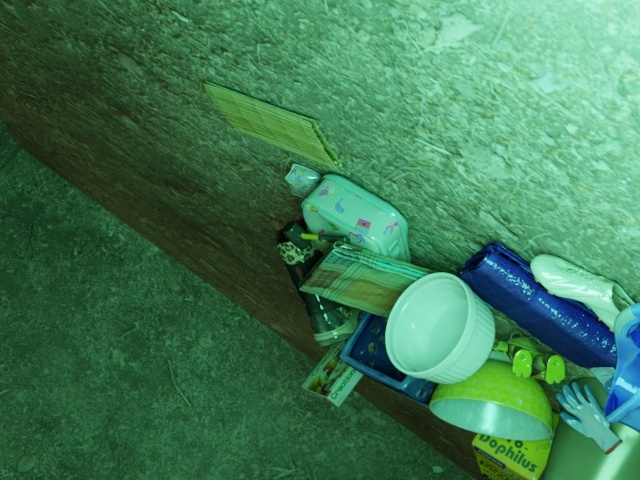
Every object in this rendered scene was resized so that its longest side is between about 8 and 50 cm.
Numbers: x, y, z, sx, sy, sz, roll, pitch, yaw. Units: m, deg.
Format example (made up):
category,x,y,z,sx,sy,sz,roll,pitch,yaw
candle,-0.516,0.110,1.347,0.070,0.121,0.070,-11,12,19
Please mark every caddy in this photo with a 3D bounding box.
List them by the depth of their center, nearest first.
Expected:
category,x,y,z,sx,sy,sz,roll,pitch,yaw
caddy,0.477,0.140,1.056,0.179,0.241,0.341,27,162,16

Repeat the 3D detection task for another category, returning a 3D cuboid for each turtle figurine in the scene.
category,x,y,z,sx,sy,sz,roll,pitch,yaw
turtle figurine,0.444,0.247,1.714,0.270,0.087,0.217,25,-179,-6

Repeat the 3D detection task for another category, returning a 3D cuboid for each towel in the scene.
category,x,y,z,sx,sy,sz,roll,pitch,yaw
towel,0.406,0.119,1.475,0.308,0.076,0.227,36,171,2
towel,0.160,0.114,1.697,0.370,0.040,0.271,17,154,-10

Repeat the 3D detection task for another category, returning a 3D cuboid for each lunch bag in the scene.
category,x,y,z,sx,sy,sz,roll,pitch,yaw
lunch bag,0.086,-0.011,1.702,0.224,0.107,0.279,29,163,21
lunch bag,-0.027,-0.120,1.736,0.083,0.053,0.071,21,161,18

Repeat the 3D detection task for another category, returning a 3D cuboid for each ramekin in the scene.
category,x,y,z,sx,sy,sz,roll,pitch,yaw
ramekin,0.234,0.176,1.531,0.109,0.207,0.207,31,170,-34

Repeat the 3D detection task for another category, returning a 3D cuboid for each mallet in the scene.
category,x,y,z,sx,sy,sz,roll,pitch,yaw
mallet,0.000,0.000,1.657,0.190,0.039,0.062,12,150,46

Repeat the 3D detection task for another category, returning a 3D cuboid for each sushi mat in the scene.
category,x,y,z,sx,sy,sz,roll,pitch,yaw
sushi mat,-0.102,-0.235,1.621,0.317,0.019,0.151,26,162,36

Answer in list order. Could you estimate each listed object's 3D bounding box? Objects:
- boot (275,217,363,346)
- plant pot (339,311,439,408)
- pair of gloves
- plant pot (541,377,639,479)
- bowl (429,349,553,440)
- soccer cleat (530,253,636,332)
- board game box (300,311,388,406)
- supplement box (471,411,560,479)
category,x,y,z,sx,sy,sz,roll,pitch,yaw
boot,0.002,0.076,2.033,0.377,0.138,0.284,-63,-49,-69
plant pot,0.232,0.278,2.014,0.236,0.236,0.212,21,164,45
pair of gloves,0.570,0.323,1.590,0.159,0.023,0.198,49,125,17
plant pot,0.618,0.500,1.720,0.323,0.280,0.323,33,163,11
bowl,0.413,0.352,1.890,0.290,0.156,0.289,14,156,7
soccer cleat,0.435,0.076,1.300,0.196,0.068,0.076,34,149,4
board game box,0.087,0.336,2.334,0.053,0.305,0.193,45,162,-17
supplement box,0.565,0.582,2.225,0.194,0.195,0.356,28,162,28
